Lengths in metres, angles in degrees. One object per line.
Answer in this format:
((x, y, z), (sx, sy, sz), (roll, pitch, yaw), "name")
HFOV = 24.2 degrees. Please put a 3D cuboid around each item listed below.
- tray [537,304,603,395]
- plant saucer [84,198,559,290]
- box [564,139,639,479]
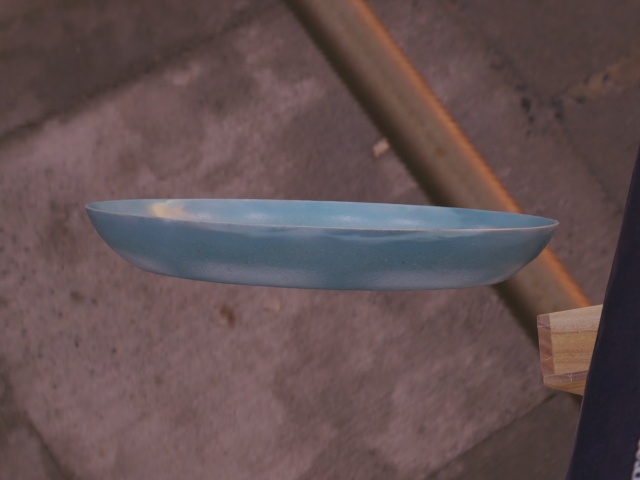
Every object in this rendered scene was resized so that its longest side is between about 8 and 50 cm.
((0.387, 0.120, 1.468), (0.202, 0.411, 0.076), (-11, 75, 29), "tray")
((0.000, 0.000, 1.009), (0.317, 0.317, 0.044), (2, 94, -6), "plant saucer")
((0.302, 0.044, 0.303), (0.297, 0.471, 0.480), (29, 62, -21), "box")
